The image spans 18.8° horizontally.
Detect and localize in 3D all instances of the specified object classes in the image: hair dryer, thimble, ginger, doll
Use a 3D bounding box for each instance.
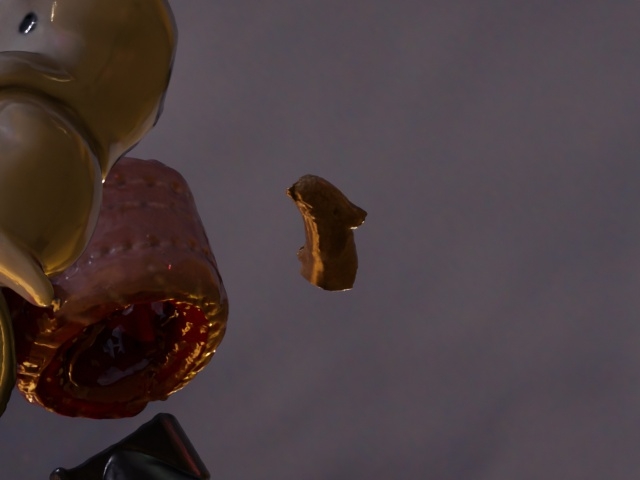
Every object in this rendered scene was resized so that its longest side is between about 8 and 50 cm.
[{"bbox_3d":[-0.112,0.233,1.358,0.116,0.244,0.302,-33,-15,-2],"label":"hair dryer"},{"bbox_3d":[-0.156,0.034,1.379,0.163,0.125,0.189,-13,-31,-17],"label":"thimble"},{"bbox_3d":[0.006,0.000,1.601,0.044,0.057,0.137,-45,-36,-34],"label":"ginger"},{"bbox_3d":[-0.139,-0.058,0.938,0.107,0.110,0.180,46,-125,-28],"label":"doll"}]

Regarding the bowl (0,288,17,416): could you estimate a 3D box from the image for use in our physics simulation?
[{"bbox_3d":[-0.372,0.052,1.292,0.307,0.163,0.307,-16,-45,-16],"label":"bowl"}]
